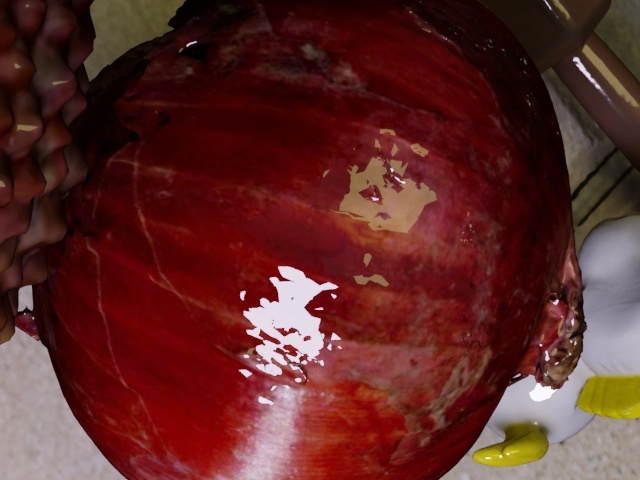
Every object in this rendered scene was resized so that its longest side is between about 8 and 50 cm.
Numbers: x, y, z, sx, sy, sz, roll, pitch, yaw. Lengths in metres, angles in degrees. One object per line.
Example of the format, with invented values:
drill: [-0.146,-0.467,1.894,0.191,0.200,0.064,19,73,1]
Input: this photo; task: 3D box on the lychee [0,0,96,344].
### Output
lychee: [-0.231,-0.078,0.739,0.306,0.306,0.330,38,23,-19]

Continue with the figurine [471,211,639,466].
figurine: [0.156,0.054,1.025,0.109,0.178,0.129,42,33,-22]

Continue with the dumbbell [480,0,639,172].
dumbbell: [0.178,-0.075,1.119,0.231,0.092,0.082,47,29,-14]

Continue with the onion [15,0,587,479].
onion: [0.000,0.000,0.882,0.276,0.276,0.276,8,74,-30]
